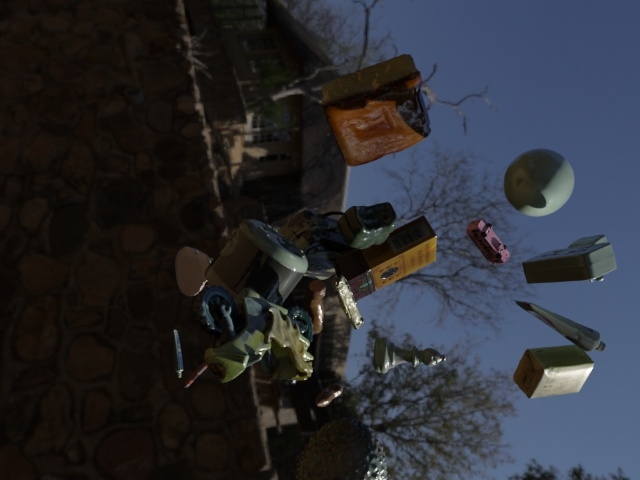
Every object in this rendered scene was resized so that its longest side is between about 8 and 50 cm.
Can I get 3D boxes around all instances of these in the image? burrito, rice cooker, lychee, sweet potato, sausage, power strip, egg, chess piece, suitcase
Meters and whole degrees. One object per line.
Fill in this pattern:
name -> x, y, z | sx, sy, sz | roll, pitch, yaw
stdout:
burrito -> 0.073, 0.167, 1.601 | 0.041, 0.045, 0.186 | 25, -36, 52
rice cooker -> -0.212, 0.097, 1.939 | 0.277, 0.288, 0.288 | -53, -156, 8
lychee -> 0.060, 0.637, 1.681 | 0.255, 0.274, 0.255 | 31, -55, 59
sweet potato -> -0.020, 0.221, 1.819 | 0.067, 0.059, 0.281 | 52, -27, 36
sausage -> -0.468, 0.505, 2.312 | 0.028, 0.198, 0.025 | 40, 13, -20
power strip -> 0.790, 0.081, 1.826 | 0.229, 0.261, 0.141 | -13, -87, 55
sweet potato -> 0.023, 0.551, 2.115 | 0.218, 0.065, 0.051 | -10, 76, -64
egg -> 0.742, -0.197, 2.036 | 0.371, 0.229, 0.230 | -27, 113, -61
chess piece -> 0.343, 0.445, 2.285 | 0.139, 0.271, 0.139 | 1, 90, -79
suitcase -> 0.000, 0.000, 2.481 | 0.339, 0.351, 0.194 | -39, -124, 29

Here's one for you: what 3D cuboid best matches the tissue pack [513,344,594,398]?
tissue pack -> 0.846, 0.476, 2.173 | 0.125, 0.234, 0.159 | -120, -146, -52

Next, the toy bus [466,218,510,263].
toy bus -> 0.644, 0.005, 2.293 | 0.203, 0.063, 0.090 | 49, -30, -18

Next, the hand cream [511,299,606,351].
hand cream -> 0.806, 0.285, 2.001 | 0.078, 0.340, 0.124 | -63, -177, -4

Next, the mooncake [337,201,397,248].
mooncake -> 0.141, -0.049, 1.753 | 0.104, 0.175, 0.168 | 63, -3, 29

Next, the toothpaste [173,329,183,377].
toothpaste -> -0.593, 0.467, 2.465 | 0.057, 0.034, 0.197 | 93, -12, -76

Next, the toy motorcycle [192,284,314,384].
toy motorcycle -> -0.163, 0.259, 1.564 | 0.168, 0.410, 0.237 | -19, -116, 39

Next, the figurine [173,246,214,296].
figurine -> -0.366, 0.176, 2.182 | 0.284, 0.206, 0.315 | 34, 3, 28

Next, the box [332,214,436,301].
box -> 0.261, 0.084, 2.406 | 0.116, 0.415, 0.264 | 62, -3, 24

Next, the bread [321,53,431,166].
bread -> 0.188, -0.421, 1.966 | 0.333, 0.323, 0.143 | 58, 15, -56
